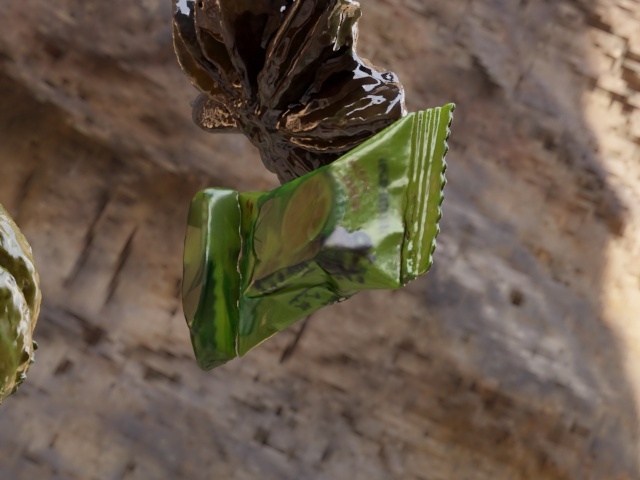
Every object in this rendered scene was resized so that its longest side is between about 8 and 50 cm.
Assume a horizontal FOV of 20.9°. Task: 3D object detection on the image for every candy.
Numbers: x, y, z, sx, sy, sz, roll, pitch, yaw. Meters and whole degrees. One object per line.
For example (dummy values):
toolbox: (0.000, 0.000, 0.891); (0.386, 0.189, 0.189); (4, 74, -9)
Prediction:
candy: (0.000, 0.000, 1.268); (0.069, 0.149, 0.246); (23, -34, -39)

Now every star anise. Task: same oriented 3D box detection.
star anise: (-0.022, -0.121, 1.506); (0.315, 0.108, 0.315); (36, -23, 18)

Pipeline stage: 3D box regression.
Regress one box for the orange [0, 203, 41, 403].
orange: (-0.401, 0.047, 1.522); (0.301, 0.300, 0.223); (-5, -48, 3)
